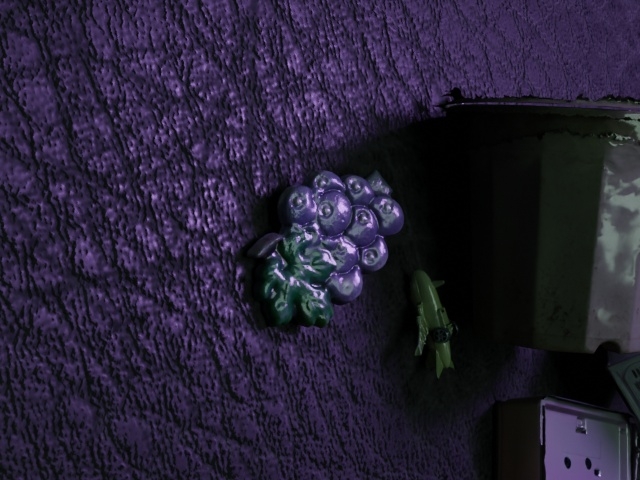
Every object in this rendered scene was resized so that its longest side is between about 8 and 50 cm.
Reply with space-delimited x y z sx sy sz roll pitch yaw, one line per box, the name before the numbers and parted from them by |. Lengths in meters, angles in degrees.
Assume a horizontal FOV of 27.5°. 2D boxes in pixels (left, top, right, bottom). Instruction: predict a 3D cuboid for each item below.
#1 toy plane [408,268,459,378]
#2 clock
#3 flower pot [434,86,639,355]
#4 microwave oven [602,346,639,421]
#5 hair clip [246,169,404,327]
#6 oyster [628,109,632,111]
toy plane | 0.114 0.082 1.322 0.102 0.040 0.111 -19 99 -67
clock | 0.272 0.254 1.440 0.192 0.071 0.147 17 70 -46
flower pot | 0.257 -0.020 1.366 0.290 0.290 0.259 -1 96 -48
microwave oven | 0.403 0.110 1.534 0.162 0.122 0.208 54 24 -25
hair clip | -0.001 0.001 1.214 0.124 0.052 0.195 51 57 -17
oyster | 0.476 -0.008 1.690 0.341 0.110 0.166 44 31 -27
